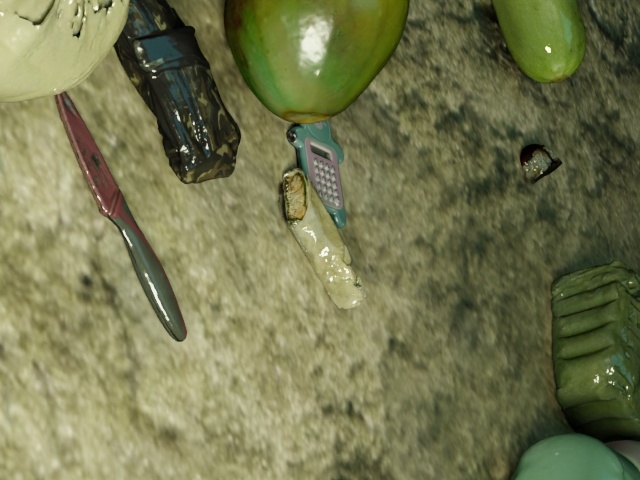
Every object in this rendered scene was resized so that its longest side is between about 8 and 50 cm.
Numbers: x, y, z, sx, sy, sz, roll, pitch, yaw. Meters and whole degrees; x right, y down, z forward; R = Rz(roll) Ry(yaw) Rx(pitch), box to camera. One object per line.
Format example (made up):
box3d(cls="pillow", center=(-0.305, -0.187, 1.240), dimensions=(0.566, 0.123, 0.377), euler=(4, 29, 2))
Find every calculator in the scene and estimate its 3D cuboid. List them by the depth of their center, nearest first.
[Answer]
box3d(cls="calculator", center=(-0.002, -0.084, 1.771), dimensions=(0.094, 0.019, 0.141), euler=(20, 56, -53))

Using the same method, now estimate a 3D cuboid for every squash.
box3d(cls="squash", center=(0.278, -0.392, 2.376), dimensions=(0.118, 0.118, 0.371), euler=(7, 63, -60))

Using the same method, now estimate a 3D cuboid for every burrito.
box3d(cls="burrito", center=(0.000, 0.000, 1.699), dimensions=(0.149, 0.041, 0.055), euler=(62, 15, -9))

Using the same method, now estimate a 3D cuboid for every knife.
box3d(cls="knife", center=(-0.173, -0.024, 1.432), dimensions=(0.247, 0.018, 0.035), euler=(63, 31, -8))

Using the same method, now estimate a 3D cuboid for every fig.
box3d(cls="fig", center=(-0.005, -0.210, 1.676), dimensions=(0.181, 0.181, 0.191), euler=(21, 74, -56))

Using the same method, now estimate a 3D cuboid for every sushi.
box3d(cls="sushi", center=(0.293, -0.108, 2.311), dimensions=(0.046, 0.044, 0.083), euler=(51, 24, 9))

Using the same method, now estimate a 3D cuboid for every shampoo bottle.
box3d(cls="shampoo bottle", center=(0.341, 0.327, 1.991), dimensions=(0.349, 0.151, 0.222), euler=(33, 56, -48))

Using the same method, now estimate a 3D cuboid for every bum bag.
box3d(cls="bum bag", center=(-0.143, -0.165, 1.515), dimensions=(0.102, 0.069, 0.248), euler=(-36, 104, -45))

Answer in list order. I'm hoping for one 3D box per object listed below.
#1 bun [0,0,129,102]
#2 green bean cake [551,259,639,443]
box3d(cls="bun", center=(-0.239, -0.246, 1.310), dimensions=(0.287, 0.146, 0.287), euler=(43, 38, -46))
box3d(cls="green bean cake", center=(0.394, 0.167, 2.227), dimensions=(0.222, 0.125, 0.227), euler=(46, 41, -37))
